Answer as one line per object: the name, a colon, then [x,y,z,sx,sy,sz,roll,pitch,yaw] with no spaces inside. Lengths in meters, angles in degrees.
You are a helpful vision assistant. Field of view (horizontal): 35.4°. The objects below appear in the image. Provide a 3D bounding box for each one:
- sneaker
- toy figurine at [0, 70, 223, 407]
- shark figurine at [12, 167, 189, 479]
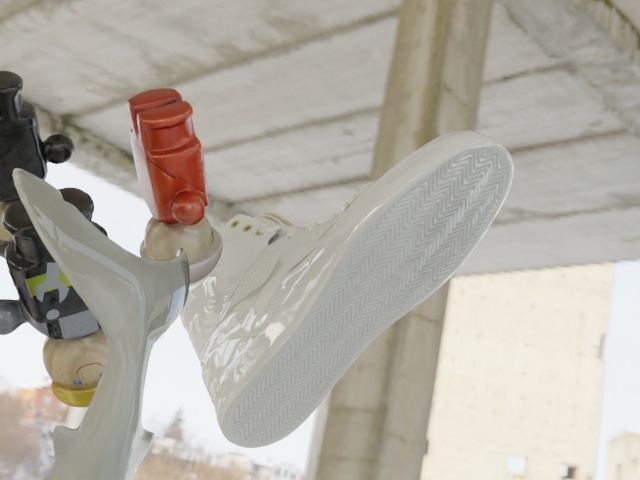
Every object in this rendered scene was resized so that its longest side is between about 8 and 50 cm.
sneaker: [0.000,0.000,0.775,0.108,0.292,0.169,37,11,-41]
toy figurine: [-0.187,-0.004,0.669,0.213,0.209,0.148,8,-54,15]
shark figurine: [-0.142,0.120,0.452,0.116,0.166,0.278,12,-52,-23]
